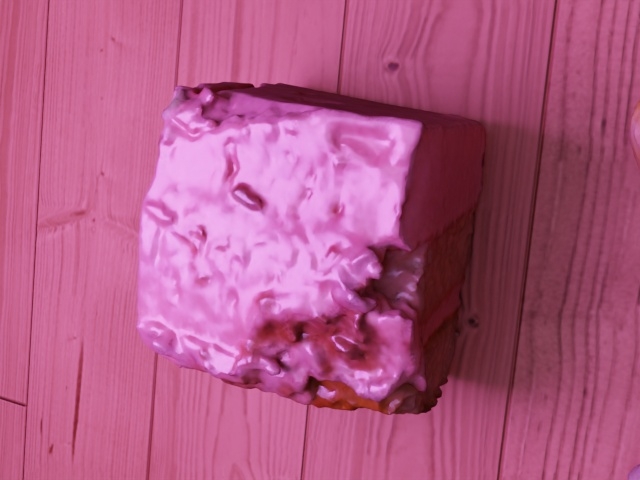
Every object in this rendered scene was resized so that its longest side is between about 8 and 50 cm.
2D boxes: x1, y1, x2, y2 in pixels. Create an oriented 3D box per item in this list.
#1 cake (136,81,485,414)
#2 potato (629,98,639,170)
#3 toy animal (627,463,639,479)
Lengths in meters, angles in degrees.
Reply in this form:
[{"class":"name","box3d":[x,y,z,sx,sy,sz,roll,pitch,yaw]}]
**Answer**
[{"class":"cake","box3d":[0.000,0.000,0.816,0.314,0.293,0.307,14,102,20]},{"class":"potato","box3d":[0.391,-0.072,0.692,0.234,0.146,0.150,45,156,5]},{"class":"toy animal","box3d":[0.381,0.297,0.760,0.185,0.104,0.184,27,135,6]}]
